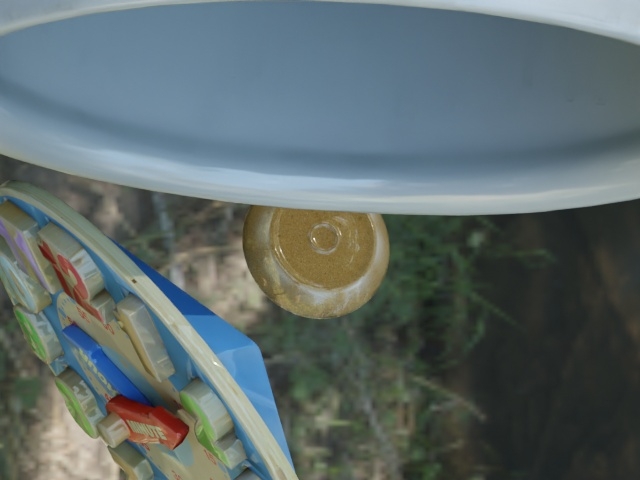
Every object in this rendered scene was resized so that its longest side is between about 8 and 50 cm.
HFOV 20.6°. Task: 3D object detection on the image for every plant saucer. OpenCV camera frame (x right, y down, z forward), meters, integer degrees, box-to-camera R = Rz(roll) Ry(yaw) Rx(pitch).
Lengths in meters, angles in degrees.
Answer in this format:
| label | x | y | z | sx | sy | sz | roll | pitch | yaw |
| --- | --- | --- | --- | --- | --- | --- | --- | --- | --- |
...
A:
| label | x | y | z | sx | sy | sz | roll | pitch | yaw |
| --- | --- | --- | --- | --- | --- | --- | --- | --- | --- |
| plant saucer | 0.000 | 0.000 | 0.947 | 0.083 | 0.015 | 0.083 | 5 | 74 | -16 |

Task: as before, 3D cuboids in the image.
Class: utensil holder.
| label | x | y | z | sx | sy | sz | roll | pitch | yaw |
| --- | --- | --- | --- | --- | --- | --- | --- | --- | --- |
| utensil holder | 0.019 | -0.228 | 0.708 | 0.327 | 0.327 | 0.385 | 14 | 74 | -44 |

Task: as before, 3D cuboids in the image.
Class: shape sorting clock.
| label | x | y | z | sx | sy | sz | roll | pitch | yaw |
| --- | --- | --- | --- | --- | --- | --- | --- | --- | --- |
| shape sorting clock | -0.068 | 0.065 | 0.687 | 0.040 | 0.206 | 0.206 | -34 | 112 | -24 |
